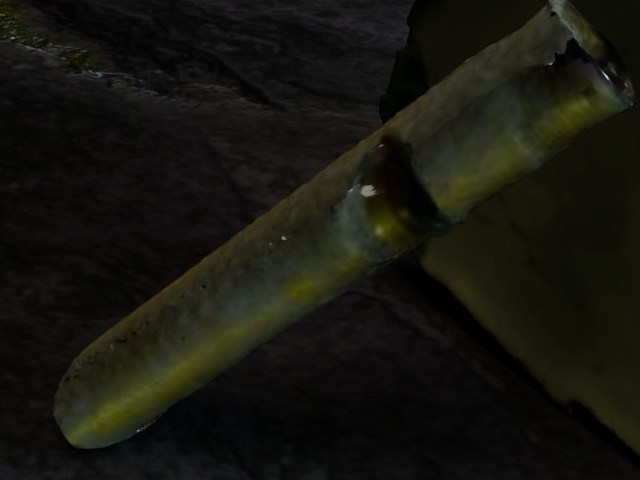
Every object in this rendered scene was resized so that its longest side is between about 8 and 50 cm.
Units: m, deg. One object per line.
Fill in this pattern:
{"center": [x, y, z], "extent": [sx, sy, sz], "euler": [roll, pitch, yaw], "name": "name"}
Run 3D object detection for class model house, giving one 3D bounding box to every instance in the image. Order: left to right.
{"center": [0.231, -0.050, 0.804], "extent": [0.266, 0.261, 0.321], "euler": [-15, 42, -32], "name": "model house"}

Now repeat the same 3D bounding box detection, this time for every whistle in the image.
{"center": [0.001, 0.001, 0.717], "extent": [0.326, 0.057, 0.068], "euler": [-35, 15, 20], "name": "whistle"}
